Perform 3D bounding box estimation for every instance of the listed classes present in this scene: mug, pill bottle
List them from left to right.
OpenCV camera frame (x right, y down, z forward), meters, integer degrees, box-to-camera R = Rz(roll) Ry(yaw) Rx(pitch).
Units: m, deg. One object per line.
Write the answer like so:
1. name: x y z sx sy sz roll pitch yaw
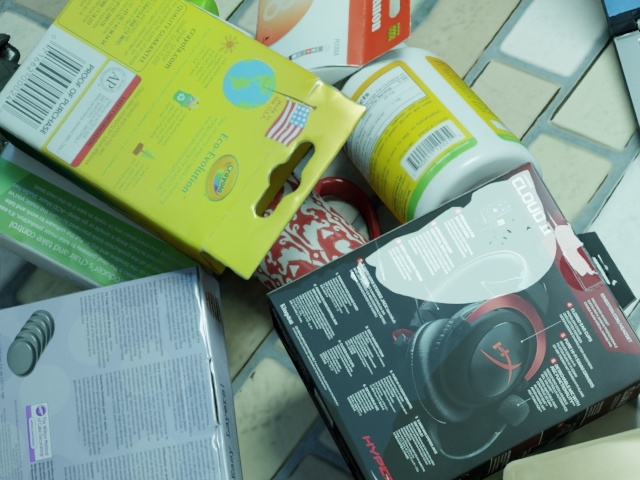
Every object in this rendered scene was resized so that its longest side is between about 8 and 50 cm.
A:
1. mug: -0.004 -0.003 1.541 0.150 0.113 0.169 -44 58 -9
2. pill bottle: 0.096 -0.102 1.549 0.136 0.136 0.245 -34 50 -4

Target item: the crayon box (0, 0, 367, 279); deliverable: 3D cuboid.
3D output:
1. crayon box: -0.133 -0.109 1.507 0.318 0.081 0.202 32 81 19

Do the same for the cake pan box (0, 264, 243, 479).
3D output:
1. cake pan box: -0.201 0.175 1.483 0.246 0.070 0.267 -15 69 13

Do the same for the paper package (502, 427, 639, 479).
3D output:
1. paper package: 0.317 0.304 1.187 0.309 0.168 0.325 -16 54 8

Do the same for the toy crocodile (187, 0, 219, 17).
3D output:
1. toy crocodile: -0.163 -0.282 1.794 0.115 0.105 0.340 -3 62 15

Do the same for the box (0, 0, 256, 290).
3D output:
1. box: -0.184 -0.097 1.625 0.232 0.058 0.322 28 70 0

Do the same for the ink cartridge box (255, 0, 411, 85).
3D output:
1. ink cartridge box: 0.009 -0.219 1.575 0.179 0.045 0.145 -29 42 35

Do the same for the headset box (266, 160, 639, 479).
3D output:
1. headset box: 0.132 0.085 1.379 0.293 0.110 0.218 -28 73 -7

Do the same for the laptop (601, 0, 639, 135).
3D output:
1. laptop: 0.442 -0.252 1.431 0.382 0.236 0.408 -17 60 13

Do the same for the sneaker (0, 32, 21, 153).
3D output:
1. sneaker: -0.363 -0.134 1.761 0.130 0.109 0.286 -24 55 -4
